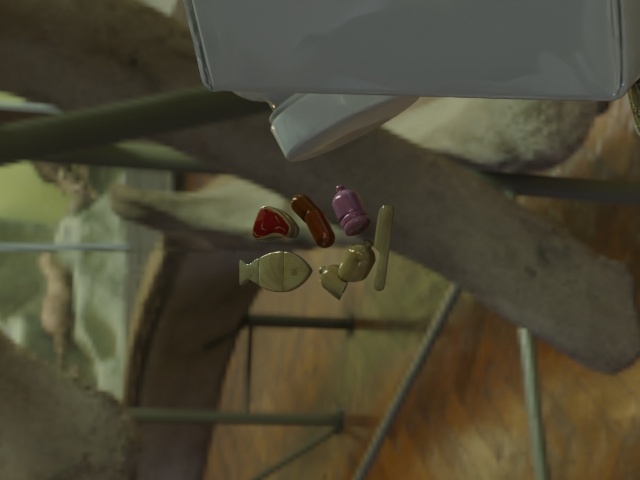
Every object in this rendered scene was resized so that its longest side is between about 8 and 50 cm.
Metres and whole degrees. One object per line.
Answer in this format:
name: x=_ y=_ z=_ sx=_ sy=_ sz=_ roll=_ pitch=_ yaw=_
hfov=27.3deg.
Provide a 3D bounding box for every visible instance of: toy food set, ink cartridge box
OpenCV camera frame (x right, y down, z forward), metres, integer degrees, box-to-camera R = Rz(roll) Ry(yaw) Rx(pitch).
toy food set: x=0.000 y=0.000 z=0.891 sx=0.122 sy=0.019 sz=0.077 roll=7 pitch=90 yaw=37
ink cartridge box: x=0.123 y=-0.236 z=0.874 sx=0.286 sy=0.395 sz=0.166 roll=5 pitch=118 yaw=31

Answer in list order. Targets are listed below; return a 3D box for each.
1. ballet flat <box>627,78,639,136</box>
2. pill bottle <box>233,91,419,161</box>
ballet flat: x=0.304 y=-0.074 z=1.069 sx=0.067 sy=0.206 sz=0.073 roll=-28 pitch=35 yaw=50
pill bottle: x=-0.048 y=-0.310 z=1.521 sx=0.407 sy=0.229 sz=0.229 roll=65 pitch=158 yaw=5
